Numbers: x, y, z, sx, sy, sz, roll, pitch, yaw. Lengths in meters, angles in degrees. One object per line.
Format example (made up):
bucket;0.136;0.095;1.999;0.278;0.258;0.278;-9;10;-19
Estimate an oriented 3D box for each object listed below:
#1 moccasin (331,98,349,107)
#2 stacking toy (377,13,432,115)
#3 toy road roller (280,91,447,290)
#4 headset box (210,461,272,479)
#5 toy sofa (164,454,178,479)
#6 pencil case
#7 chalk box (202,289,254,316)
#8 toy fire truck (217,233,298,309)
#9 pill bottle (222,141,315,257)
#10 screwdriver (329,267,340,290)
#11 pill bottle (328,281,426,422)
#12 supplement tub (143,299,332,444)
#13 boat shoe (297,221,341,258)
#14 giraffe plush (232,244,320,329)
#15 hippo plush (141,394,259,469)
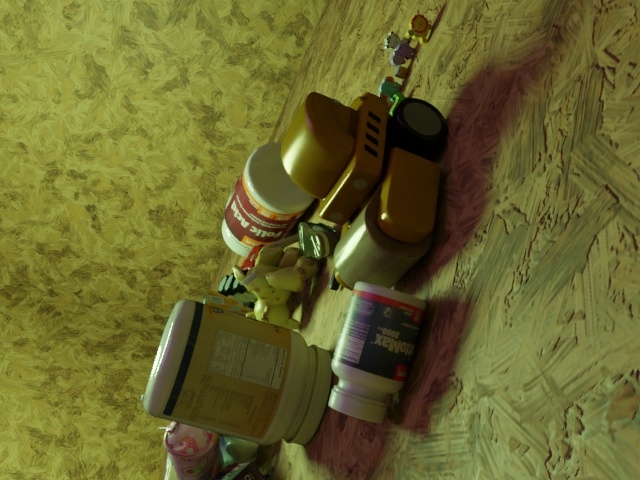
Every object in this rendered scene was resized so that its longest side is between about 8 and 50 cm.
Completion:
moccasin;0.038;-0.283;1.661;0.117;0.137;0.342;-68;14;-5
stacking toy;0.159;-0.361;1.452;0.167;0.052;0.221;-153;81;-77
toy road roller;0.052;-0.098;1.108;0.202;0.240;0.330;125;159;-52
headset box;-0.220;0.565;1.356;0.293;0.110;0.218;-36;-4;-28
toy sofa;-0.370;0.744;1.822;0.363;0.177;0.150;-91;24;-53
pencil case;-0.281;0.507;1.529;0.124;0.124;0.284;-85;-3;-45
chalk box;-0.301;0.326;2.089;0.180;0.179;0.289;-130;52;-74
toy fire truck;-0.139;0.058;1.820;0.217;0.158;0.246;-18;47;65
pill bottle;-0.168;-0.107;2.056;0.392;0.224;0.224;130;155;-58
screwdriver;0.049;0.026;1.431;0.024;0.025;0.170;143;143;-67
pill bottle;0.076;0.158;0.955;0.108;0.107;0.180;175;112;-76
supplement tub;-0.157;0.261;1.301;0.228;0.316;0.229;-161;90;-77
boat shoe;0.000;-0.001;1.567;0.223;0.073;0.080;-155;60;-74
giraffe plush;-0.106;0.131;1.629;0.181;0.210;0.171;22;128;41
hippo plush;-0.226;0.410;1.675;0.294;0.234;0.236;3;37;35
